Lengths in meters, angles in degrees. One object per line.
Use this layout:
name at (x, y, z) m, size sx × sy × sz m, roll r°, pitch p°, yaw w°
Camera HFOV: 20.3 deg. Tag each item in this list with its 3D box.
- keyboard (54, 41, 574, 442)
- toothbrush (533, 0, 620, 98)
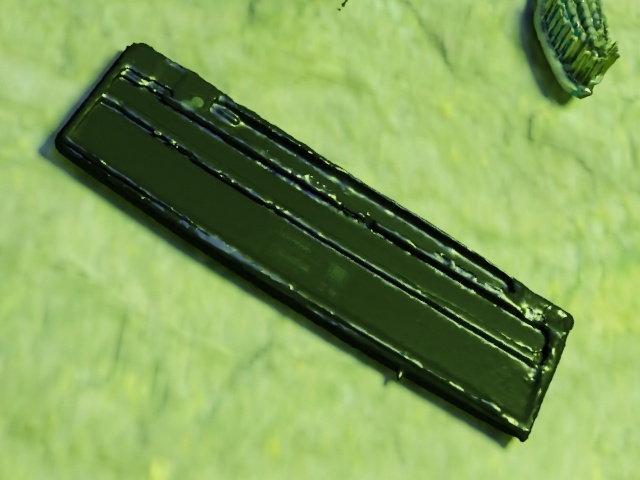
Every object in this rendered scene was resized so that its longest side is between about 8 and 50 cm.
keyboard at (0.000, 0.000, 0.815) m, size 0.250 × 0.017 × 0.087 m, roll 32°, pitch 51°, yaw -3°
toothbrush at (0.108, -0.253, 1.014) m, size 0.035 × 0.042 × 0.413 m, roll 4°, pitch 56°, yaw -22°
